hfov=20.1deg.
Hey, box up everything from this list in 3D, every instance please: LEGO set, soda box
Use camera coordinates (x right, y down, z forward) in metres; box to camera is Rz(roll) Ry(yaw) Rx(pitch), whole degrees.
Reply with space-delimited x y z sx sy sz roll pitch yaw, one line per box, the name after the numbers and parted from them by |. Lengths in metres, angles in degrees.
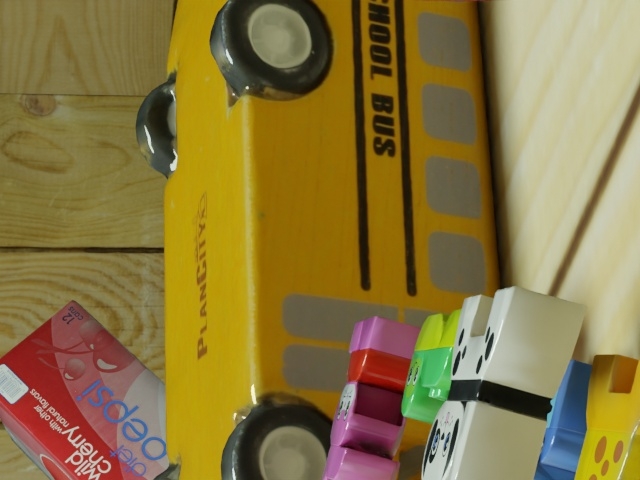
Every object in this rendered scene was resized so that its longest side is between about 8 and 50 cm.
0.057 0.075 0.534 0.227 0.087 0.093 145 140 -81 | LEGO set
-0.094 0.158 1.116 0.263 0.083 0.092 40 159 29 | soda box

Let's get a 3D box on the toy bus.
0.000 0.000 0.763 0.108 0.130 0.333 140 132 -57 | toy bus
